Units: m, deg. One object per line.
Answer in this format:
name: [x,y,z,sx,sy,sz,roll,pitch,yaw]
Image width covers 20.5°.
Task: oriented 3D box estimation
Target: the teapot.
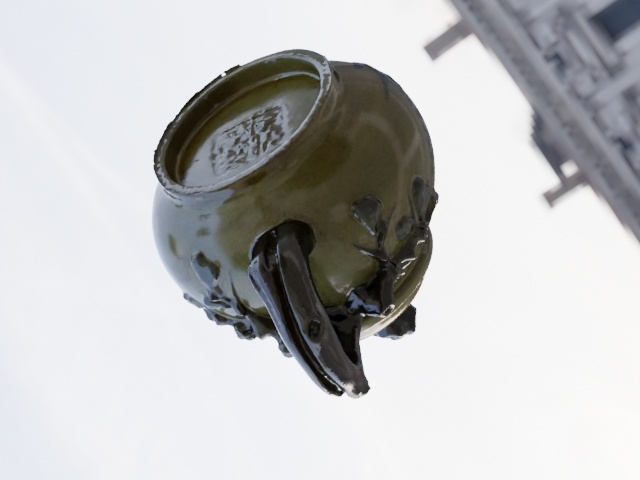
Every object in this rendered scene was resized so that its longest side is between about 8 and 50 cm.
teapot: [0.000,0.000,1.031,0.182,0.173,0.269,55,-165,-33]
